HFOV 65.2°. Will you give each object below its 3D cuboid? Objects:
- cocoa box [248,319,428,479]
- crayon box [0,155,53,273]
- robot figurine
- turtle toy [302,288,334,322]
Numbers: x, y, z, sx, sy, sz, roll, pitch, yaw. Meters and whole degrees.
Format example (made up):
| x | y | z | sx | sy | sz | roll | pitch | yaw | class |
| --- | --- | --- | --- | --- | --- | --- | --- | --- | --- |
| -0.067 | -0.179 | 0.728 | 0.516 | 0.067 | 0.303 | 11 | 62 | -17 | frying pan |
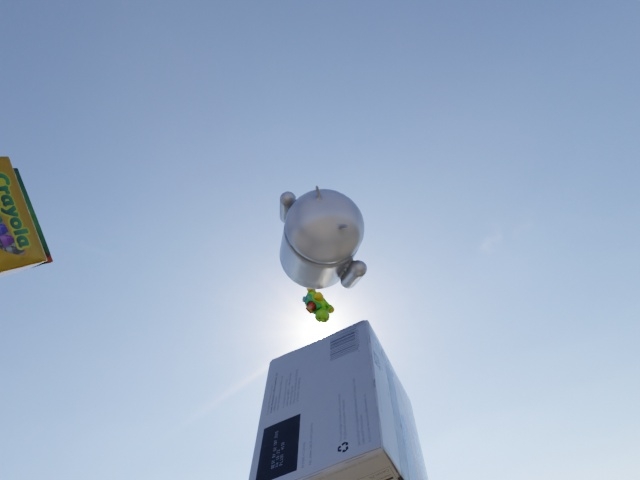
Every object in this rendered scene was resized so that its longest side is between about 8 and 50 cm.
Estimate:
| x | y | z | sx | sy | sz | roll | pitch | yaw | class |
| --- | --- | --- | --- | --- | --- | --- | --- | --- | --- |
| 0.040 | 0.354 | 0.883 | 0.231 | 0.347 | 0.228 | -26 | -71 | 11 | cocoa box |
| -0.598 | -0.026 | 0.815 | 0.081 | 0.202 | 0.318 | -17 | 4 | 30 | crayon box |
| 0.000 | 0.000 | 1.306 | 0.200 | 0.300 | 0.353 | -42 | -14 | -25 | robot figurine |
| -0.007 | 0.195 | 1.485 | 0.066 | 0.130 | 0.095 | -43 | -53 | -6 | turtle toy |
